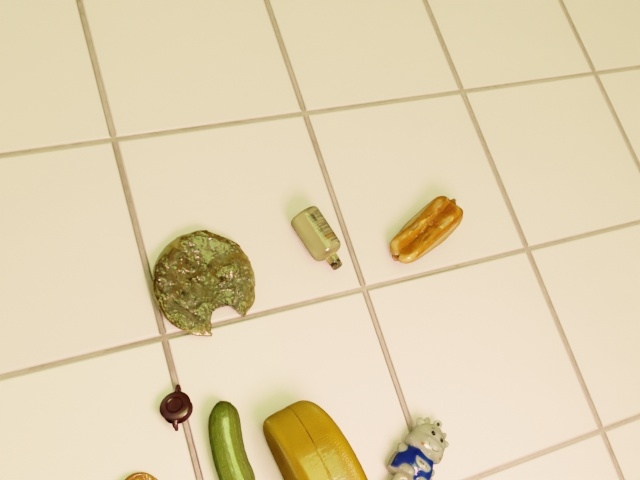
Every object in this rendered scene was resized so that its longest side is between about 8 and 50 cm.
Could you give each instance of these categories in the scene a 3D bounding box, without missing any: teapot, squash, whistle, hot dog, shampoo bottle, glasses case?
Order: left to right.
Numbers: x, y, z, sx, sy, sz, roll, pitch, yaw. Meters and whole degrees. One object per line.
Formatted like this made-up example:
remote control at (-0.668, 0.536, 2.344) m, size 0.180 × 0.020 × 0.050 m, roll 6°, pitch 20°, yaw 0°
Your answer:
teapot at (-0.304, 0.355, 1.528) m, size 0.067 × 0.045 × 0.100 m, roll -5°, pitch 51°, yaw 3°
squash at (-0.189, 0.447, 1.513) m, size 0.077 × 0.068 × 0.219 m, roll -11°, pitch 74°, yaw -26°
shampoo bottle at (0.000, 0.000, 1.746) m, size 0.079 × 0.079 × 0.162 m, roll -30°, pitch 81°, yaw -25°
glasses case at (0.019, 0.510, 1.493) m, size 0.141 × 0.173 × 0.371 m, roll -23°, pitch 77°, yaw -20°
whistle at (0.209, 0.500, 1.603) m, size 0.110 × 0.092 × 0.244 m, roll 45°, pitch 61°, yaw -8°
hot dog at (0.275, -0.026, 1.842) m, size 0.102 × 0.076 × 0.249 m, roll 39°, pitch 67°, yaw 21°

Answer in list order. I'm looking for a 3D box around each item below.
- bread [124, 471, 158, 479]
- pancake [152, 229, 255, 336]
bread at (-0.366, 0.525, 1.450) m, size 0.110 × 0.024 × 0.110 m, roll 6°, pitch 69°, yaw -16°
pancake at (-0.268, 0.093, 1.648) m, size 0.253 × 0.037 × 0.254 m, roll 7°, pitch 66°, yaw -16°
